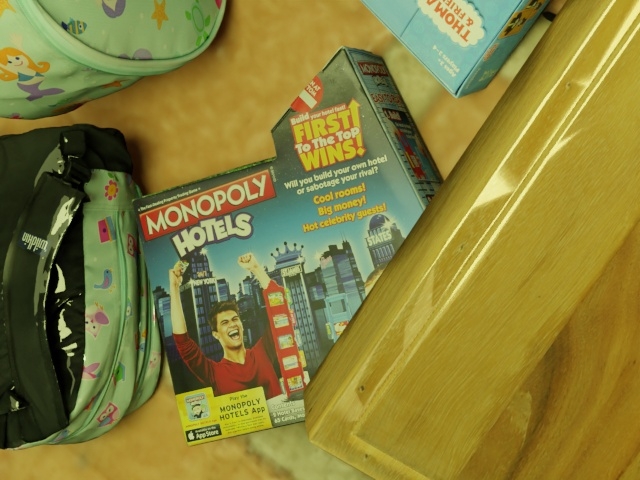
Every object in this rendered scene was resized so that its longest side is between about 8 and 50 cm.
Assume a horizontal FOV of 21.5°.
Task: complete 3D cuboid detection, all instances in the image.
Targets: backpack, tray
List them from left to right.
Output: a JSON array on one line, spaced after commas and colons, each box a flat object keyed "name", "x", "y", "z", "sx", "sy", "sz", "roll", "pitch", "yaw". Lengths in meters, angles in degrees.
[{"name": "backpack", "x": -0.161, "y": 0.030, "z": 0.979, "sx": 0.152, "sy": 0.115, "sz": 0.182, "roll": -7, "pitch": 88, "yaw": 34}, {"name": "backpack", "x": -0.150, "y": -0.199, "z": 0.918, "sx": 0.191, "sy": 0.225, "sz": 0.253, "roll": -13, "pitch": 89, "yaw": 27}, {"name": "tray", "x": 0.187, "y": -0.029, "z": 0.807, "sx": 0.203, "sy": 0.076, "sz": 0.411, "roll": 31, "pitch": 104, "yaw": -11}]

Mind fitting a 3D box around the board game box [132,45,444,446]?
[{"name": "board game box", "x": 0.000, "y": 0.000, "z": 0.941, "sx": 0.194, "sy": 0.060, "sz": 0.194, "roll": -14, "pitch": 84, "yaw": 22}]

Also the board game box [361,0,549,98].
[{"name": "board game box", "x": 0.080, "y": -0.205, "z": 0.883, "sx": 0.160, "sy": 0.039, "sz": 0.211, "roll": 48, "pitch": 126, "yaw": 16}]
